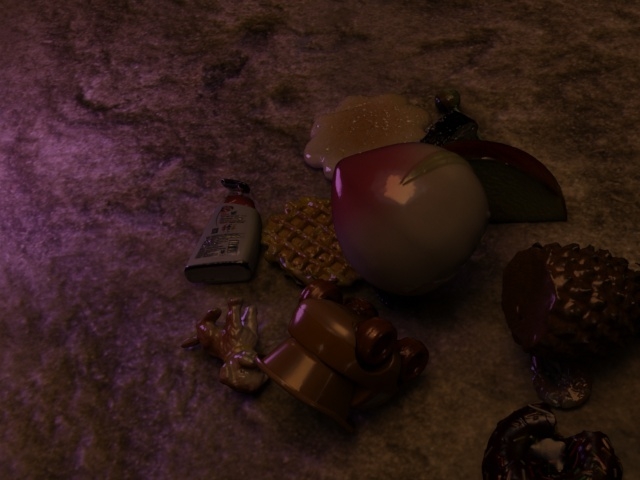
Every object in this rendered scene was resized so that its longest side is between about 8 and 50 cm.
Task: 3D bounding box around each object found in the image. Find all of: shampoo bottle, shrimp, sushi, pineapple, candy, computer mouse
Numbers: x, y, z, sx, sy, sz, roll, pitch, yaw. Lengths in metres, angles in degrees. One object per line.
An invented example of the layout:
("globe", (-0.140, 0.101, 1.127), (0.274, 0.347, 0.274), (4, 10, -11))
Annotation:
("shampoo bottle", (-0.199, -0.029, 2.164), (0.153, 0.071, 0.284), (-4, 45, 13))
("shrimp", (0.419, 0.225, 1.773), (0.101, 0.042, 0.190), (-28, 48, -1))
("sushi", (0.284, -0.226, 2.196), (0.150, 0.091, 0.078), (-43, 49, -19))
("pineapple", (0.518, 0.106, 1.737), (0.357, 0.223, 0.223), (0, 43, -18))
("candy", (0.331, -0.281, 2.269), (0.061, 0.061, 0.203), (-26, 55, -8))
("computer mouse", (0.146, 0.097, 1.963), (0.079, 0.047, 0.135), (-21, 51, -21))

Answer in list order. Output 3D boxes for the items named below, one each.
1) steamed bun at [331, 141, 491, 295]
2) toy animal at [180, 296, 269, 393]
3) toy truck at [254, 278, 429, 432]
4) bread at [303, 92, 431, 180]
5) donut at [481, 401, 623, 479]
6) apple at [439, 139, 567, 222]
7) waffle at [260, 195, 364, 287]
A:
("steamed bun", (0.146, -0.063, 1.851), (0.309, 0.309, 0.309), (-8, 47, 8))
("toy animal", (-0.185, 0.234, 1.918), (0.183, 0.104, 0.185), (-34, 60, 22))
("toy truck", (0.037, 0.205, 1.756), (0.204, 0.288, 0.212), (35, 89, 36))
("bread", (0.111, -0.249, 2.292), (0.315, 0.054, 0.316), (-9, 45, 9))
("donut", (0.371, 0.369, 1.613), (0.216, 0.096, 0.230), (-31, 48, -13))
("apple", (0.337, -0.122, 2.040), (0.345, 0.179, 0.254), (1, 10, 15))
("waffle", (0.001, 0.002, 2.085), (0.262, 0.060, 0.281), (-8, 46, 10))
